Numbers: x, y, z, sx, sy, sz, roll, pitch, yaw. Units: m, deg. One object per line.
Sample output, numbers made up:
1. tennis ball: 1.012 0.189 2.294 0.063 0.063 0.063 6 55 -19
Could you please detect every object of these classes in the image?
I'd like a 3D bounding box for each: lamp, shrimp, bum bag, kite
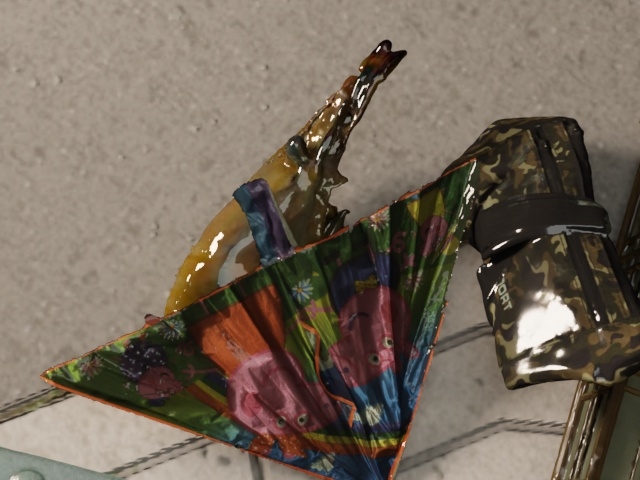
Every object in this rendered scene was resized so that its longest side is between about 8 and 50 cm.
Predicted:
1. lamp: 0.226 0.064 1.287 0.090 0.089 0.325 22 74 -9
2. shrimp: -0.005 -0.007 1.302 0.117 0.066 0.262 39 88 -13
3. bum bag: 0.145 0.006 1.270 0.102 0.069 0.248 -14 42 1
4. kite: -0.011 0.071 1.270 0.321 0.016 0.234 -26 101 -8

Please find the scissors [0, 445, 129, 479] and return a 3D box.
1. scissors: -0.228 0.152 1.250 0.447 0.029 0.192 13 74 -2
